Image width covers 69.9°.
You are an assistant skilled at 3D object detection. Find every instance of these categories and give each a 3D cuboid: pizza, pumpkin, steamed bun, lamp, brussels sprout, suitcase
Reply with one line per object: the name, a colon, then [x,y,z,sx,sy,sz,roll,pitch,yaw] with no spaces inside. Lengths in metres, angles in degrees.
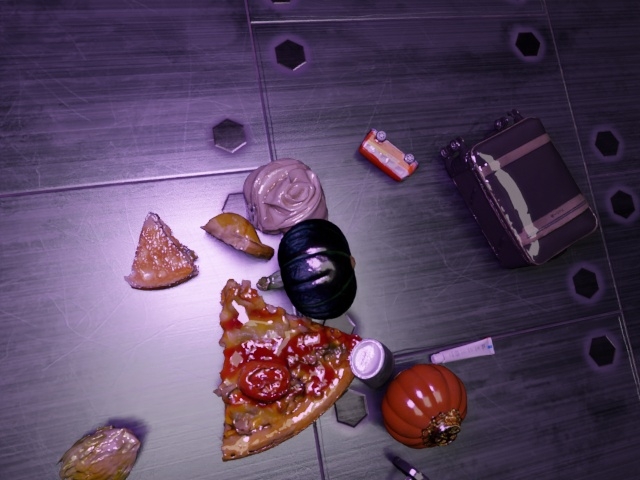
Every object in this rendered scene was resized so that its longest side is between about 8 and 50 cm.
pizza: [-0.136,0.279,1.115,0.440,0.130,0.406,-36,92,-15]
pizza: [-0.401,0.024,1.139,0.185,0.052,0.195,-11,88,-6]
pizza: [-0.198,-0.019,1.119,0.188,0.204,0.080,27,87,0]
pumpkin: [-0.036,0.074,1.103,0.248,0.248,0.247,2,81,-12]
steamed bun: [-0.085,-0.111,1.179,0.211,0.144,0.217,-14,83,-13]
lamp: [0.115,0.690,1.145,0.371,0.108,0.130,-45,104,0]
lamp: [0.259,0.411,1.139,0.224,0.196,0.223,-12,120,-21]
brussels sprout: [-0.489,0.491,1.024,0.181,0.100,0.139,-38,100,-16]
suitcase: [0.567,-0.141,1.298,0.283,0.194,0.433,-28,89,-14]

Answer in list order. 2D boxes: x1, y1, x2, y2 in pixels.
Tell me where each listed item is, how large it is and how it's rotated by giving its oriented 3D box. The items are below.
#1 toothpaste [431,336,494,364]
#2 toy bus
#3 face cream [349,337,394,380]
toothpaste: [0.397,0.311,1.272,0.191,0.031,0.048,-8,80,-16]
toy bus: [0.191,-0.236,1.295,0.174,0.079,0.077,38,84,-4]
face cream: [0.130,0.298,1.098,0.073,0.269,0.107,26,79,22]
